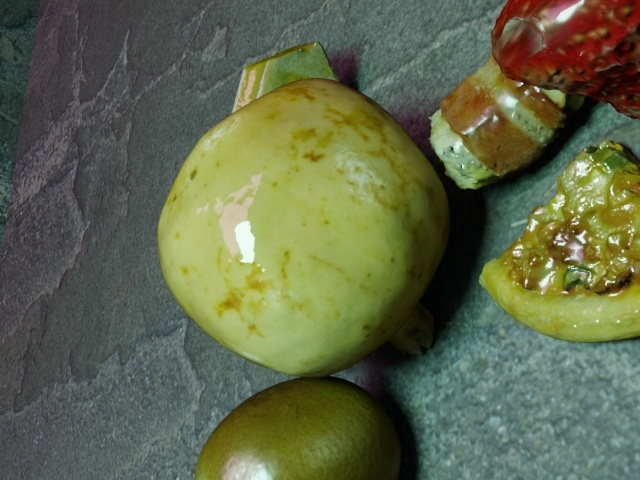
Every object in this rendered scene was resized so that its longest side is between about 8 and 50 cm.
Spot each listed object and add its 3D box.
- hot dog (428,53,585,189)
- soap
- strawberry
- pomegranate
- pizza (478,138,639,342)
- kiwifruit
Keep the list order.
[{"bbox_3d":[0.202,-0.138,0.923,0.213,0.103,0.146,-38,25,29],"label":"hot dog"},{"bbox_3d":[-0.044,-0.140,1.218,0.080,0.160,0.258,11,86,55],"label":"soap"},{"bbox_3d":[0.279,-0.213,0.710,0.261,0.257,0.261,-47,34,46],"label":"strawberry"},{"bbox_3d":[0.000,0.000,0.995,0.342,0.342,0.343,-28,54,47],"label":"pomegranate"},{"bbox_3d":[0.253,-0.004,0.820,0.292,0.058,0.197,-2,74,55],"label":"pizza"},{"bbox_3d":[-0.027,0.247,0.958,0.196,0.234,0.196,19,119,38],"label":"kiwifruit"}]
